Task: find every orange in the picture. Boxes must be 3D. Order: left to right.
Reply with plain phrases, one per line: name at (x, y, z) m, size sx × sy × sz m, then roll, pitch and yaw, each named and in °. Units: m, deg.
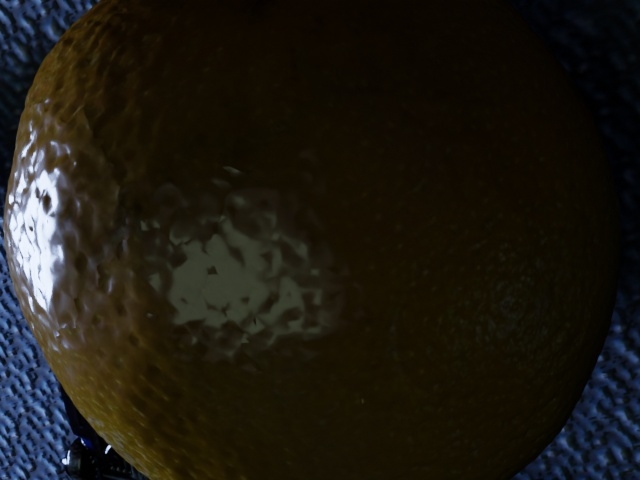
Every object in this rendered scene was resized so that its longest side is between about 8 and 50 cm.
orange at (0.000, 0.000, 0.819) m, size 0.264 × 0.264 × 0.264 m, roll 15°, pitch 122°, yaw 25°

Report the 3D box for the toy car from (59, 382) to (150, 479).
toy car at (-0.092, 0.068, 1.022) m, size 0.103 × 0.063 × 0.216 m, roll 9°, pitch 125°, yaw 29°
